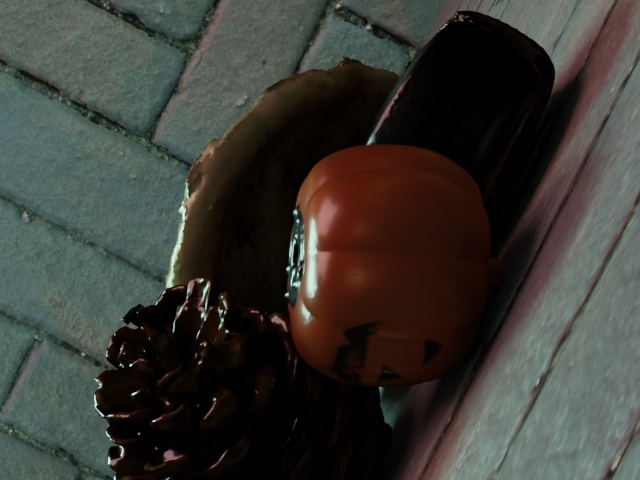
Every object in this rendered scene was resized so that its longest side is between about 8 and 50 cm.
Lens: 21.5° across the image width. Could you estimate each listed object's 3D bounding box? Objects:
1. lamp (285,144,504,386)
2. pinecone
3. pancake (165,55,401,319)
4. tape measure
[{"bbox_3d":[0.058,0.020,1.269,0.187,0.164,0.187,-178,90,-83],"label":"lamp"},{"bbox_3d":[-0.067,0.159,1.353,0.224,0.272,0.224,-26,44,27],"label":"pinecone"},{"bbox_3d":[-0.002,-0.001,1.527,0.356,0.065,0.356,-21,-58,-40],"label":"pancake"},{"bbox_3d":[0.108,-0.083,1.426,0.223,0.135,0.202,-64,-12,16],"label":"tape measure"}]
